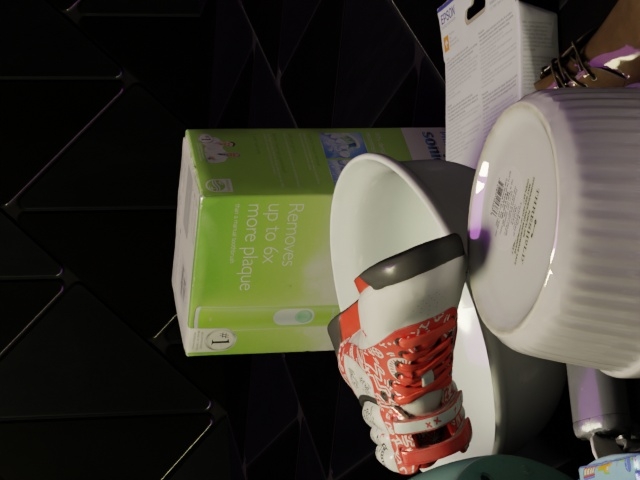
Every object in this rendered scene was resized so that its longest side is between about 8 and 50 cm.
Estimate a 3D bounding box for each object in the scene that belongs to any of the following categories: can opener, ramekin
[{"bbox_3d":[0.240,0.121,1.385,0.095,0.076,0.284,-21,67,42],"label":"can opener"},{"bbox_3d":[0.181,-0.010,1.287,0.207,0.109,0.207,-176,90,-74],"label":"ramekin"}]

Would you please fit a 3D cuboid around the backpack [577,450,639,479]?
[{"bbox_3d":[0.247,0.221,1.214,0.158,0.116,0.173,150,115,-76],"label":"backpack"}]

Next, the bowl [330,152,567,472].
[{"bbox_3d":[0.131,0.053,1.584,0.298,0.134,0.298,53,152,44],"label":"bowl"}]

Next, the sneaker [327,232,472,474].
[{"bbox_3d":[0.080,0.094,1.427,0.270,0.090,0.145,122,127,-71],"label":"sneaker"}]

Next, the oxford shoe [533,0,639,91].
[{"bbox_3d":[0.213,-0.121,1.376,0.083,0.096,0.227,-102,18,-45],"label":"oxford shoe"}]

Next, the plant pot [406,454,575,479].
[{"bbox_3d":[0.121,0.308,1.429,0.235,0.293,0.293,-56,32,33],"label":"plant pot"}]

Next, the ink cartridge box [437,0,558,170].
[{"bbox_3d":[0.163,-0.132,1.699,0.223,0.045,0.224,151,118,-75],"label":"ink cartridge box"}]

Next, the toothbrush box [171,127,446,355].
[{"bbox_3d":[0.000,0.000,1.891,0.122,0.283,0.206,-108,22,-49],"label":"toothbrush box"}]
